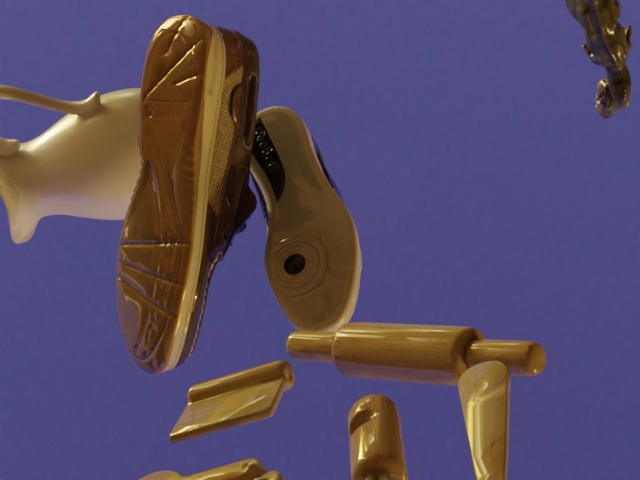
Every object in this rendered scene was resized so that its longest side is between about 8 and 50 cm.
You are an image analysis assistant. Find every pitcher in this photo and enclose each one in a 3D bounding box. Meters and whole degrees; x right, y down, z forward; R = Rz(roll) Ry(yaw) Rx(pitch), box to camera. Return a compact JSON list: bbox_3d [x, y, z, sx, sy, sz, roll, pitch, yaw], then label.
[{"bbox_3d":[-0.230,-0.094,1.238,0.207,0.177,0.125,-13,-137,12],"label":"pitcher"}]

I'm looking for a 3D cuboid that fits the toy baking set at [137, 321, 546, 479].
[{"bbox_3d":[0.015,0.103,0.590,0.256,0.030,0.197,-4,-147,40],"label":"toy baking set"}]

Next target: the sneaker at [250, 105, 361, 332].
[{"bbox_3d":[0.000,0.000,1.066,0.079,0.121,0.216,-20,-121,9],"label":"sneaker"}]

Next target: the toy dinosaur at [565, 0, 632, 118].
[{"bbox_3d":[0.266,-0.244,1.259,0.064,0.268,0.118,-17,-136,18],"label":"toy dinosaur"}]

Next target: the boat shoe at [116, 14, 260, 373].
[{"bbox_3d":[-0.097,-0.033,1.020,0.103,0.092,0.285,12,-82,48],"label":"boat shoe"}]
